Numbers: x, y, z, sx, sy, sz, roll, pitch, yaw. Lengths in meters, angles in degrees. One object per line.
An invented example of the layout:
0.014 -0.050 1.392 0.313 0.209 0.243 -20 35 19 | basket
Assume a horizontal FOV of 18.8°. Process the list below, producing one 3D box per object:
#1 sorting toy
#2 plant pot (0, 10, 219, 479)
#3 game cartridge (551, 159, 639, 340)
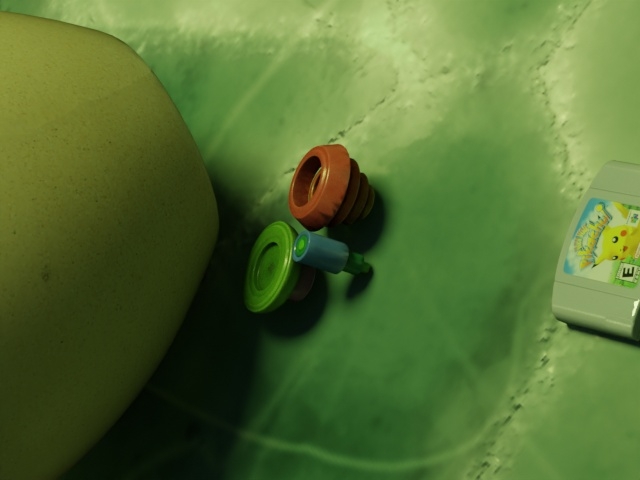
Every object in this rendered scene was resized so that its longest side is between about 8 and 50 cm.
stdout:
0.000 0.000 1.028 0.102 0.042 0.061 -62 28 15 | sorting toy
-0.169 -0.014 1.047 0.191 0.284 0.284 -30 43 -18 | plant pot
0.141 0.003 0.914 0.056 0.017 0.083 12 77 47 | game cartridge
